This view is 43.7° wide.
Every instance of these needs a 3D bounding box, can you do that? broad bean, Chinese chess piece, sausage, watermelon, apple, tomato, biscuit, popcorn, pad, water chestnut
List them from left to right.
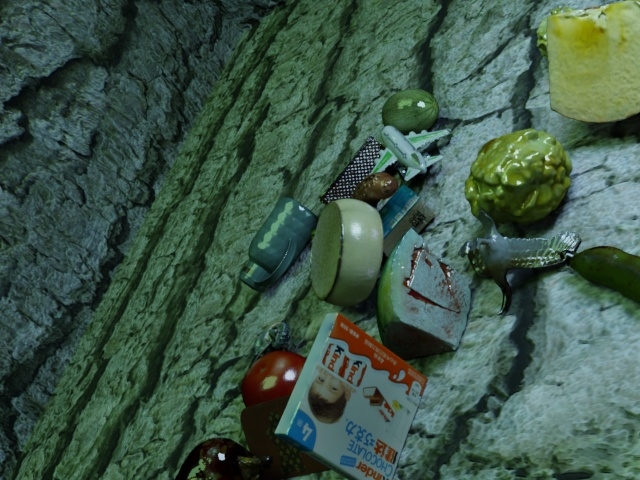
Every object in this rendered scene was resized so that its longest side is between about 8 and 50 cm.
[{"bbox_3d":[-0.209,0.543,1.776,0.238,0.223,0.223,-25,34,15],"label":"water chestnut"},{"bbox_3d":[-0.102,0.350,1.924,0.195,0.136,0.195,-33,25,18],"label":"tomato"},{"bbox_3d":[-0.079,0.444,1.798,0.267,0.004,0.181,-26,77,40],"label":"pad"},{"bbox_3d":[0.060,0.029,1.995,0.270,0.112,0.269,-172,90,-73],"label":"Chinese chess piece"},{"bbox_3d":[0.113,-0.180,2.279,0.252,0.106,0.070,-51,-4,-1],"label":"biscuit"},{"bbox_3d":[0.132,-0.120,2.083,0.079,0.087,0.326,-62,2,-12],"label":"sausage"},{"bbox_3d":[0.220,0.139,1.740,0.261,0.201,0.212,92,-166,-57],"label":"watermelon"},{"bbox_3d":[0.415,-0.133,1.702,0.235,0.181,0.216,-39,22,10],"label":"popcorn"},{"bbox_3d":[0.593,-0.490,1.928,0.162,0.142,0.135,-48,-20,-43],"label":"popcorn"},{"bbox_3d":[0.539,0.060,1.405,0.077,0.061,0.339,-59,27,0],"label":"broad bean"},{"bbox_3d":[0.631,-0.399,1.636,0.309,0.252,0.314,10,66,46],"label":"apple"}]

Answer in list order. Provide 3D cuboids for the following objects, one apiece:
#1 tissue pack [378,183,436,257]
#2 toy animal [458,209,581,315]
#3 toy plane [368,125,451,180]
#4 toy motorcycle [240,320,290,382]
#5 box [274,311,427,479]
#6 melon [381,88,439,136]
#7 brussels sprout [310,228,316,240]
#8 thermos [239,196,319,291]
[{"bbox_3d":[0.198,-0.044,2.022,0.169,0.082,0.120,-49,26,5],"label":"tissue pack"},{"bbox_3d":[0.354,0.047,1.633,0.273,0.160,0.197,-16,45,58],"label":"toy animal"},{"bbox_3d":[0.226,-0.238,2.157,0.251,0.101,0.255,-31,36,-4],"label":"toy plane"},{"bbox_3d":[-0.145,0.304,2.115,0.229,0.094,0.129,-59,21,13],"label":"toy motorcycle"},{"bbox_3d":[0.069,0.321,1.564,0.048,0.273,0.264,-12,47,52],"label":"box"},{"bbox_3d":[0.249,-0.360,2.273,0.192,0.139,0.139,-13,45,46],"label":"melon"},{"bbox_3d":[0.001,0.000,2.315,0.051,0.046,0.083,-37,40,17],"label":"brussels sprout"},{"bbox_3d":[-0.124,0.023,2.363,0.286,0.145,0.182,-57,31,-7],"label":"thermos"}]
